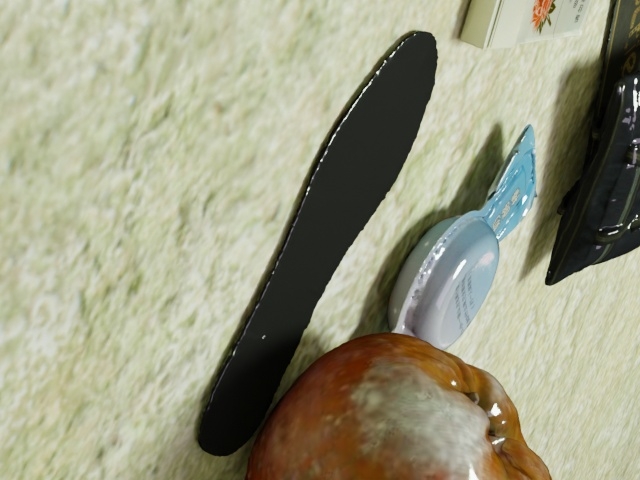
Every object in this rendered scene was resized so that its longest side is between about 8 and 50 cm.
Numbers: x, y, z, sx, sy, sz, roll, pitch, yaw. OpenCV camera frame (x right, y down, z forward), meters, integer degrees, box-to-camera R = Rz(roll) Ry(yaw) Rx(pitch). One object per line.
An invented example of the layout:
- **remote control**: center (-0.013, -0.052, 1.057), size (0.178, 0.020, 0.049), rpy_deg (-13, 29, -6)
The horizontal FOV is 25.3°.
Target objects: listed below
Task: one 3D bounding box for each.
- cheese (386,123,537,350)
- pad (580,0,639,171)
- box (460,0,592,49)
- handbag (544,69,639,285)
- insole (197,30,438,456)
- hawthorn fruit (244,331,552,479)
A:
- **cheese**: center (0.122, 0.016, 1.227), size (0.244, 0.052, 0.135), rpy_deg (-52, 154, -25)
- **pad**: center (0.349, -0.220, 1.417), size (0.315, 0.063, 0.375), rpy_deg (-39, 144, -40)
- **box**: center (0.182, -0.214, 1.157), size (0.198, 0.029, 0.109), rpy_deg (-18, 129, -56)
- **handbag**: center (0.322, -0.080, 1.428), size (0.211, 0.089, 0.254), rpy_deg (-25, 141, -37)
- **insole**: center (0.000, 0.000, 1.041), size (0.348, 0.009, 0.119), rpy_deg (-63, 152, -3)
- **hawthorn fruit**: center (0.055, 0.191, 1.084), size (0.235, 0.263, 0.231), rpy_deg (15, 60, -29)
